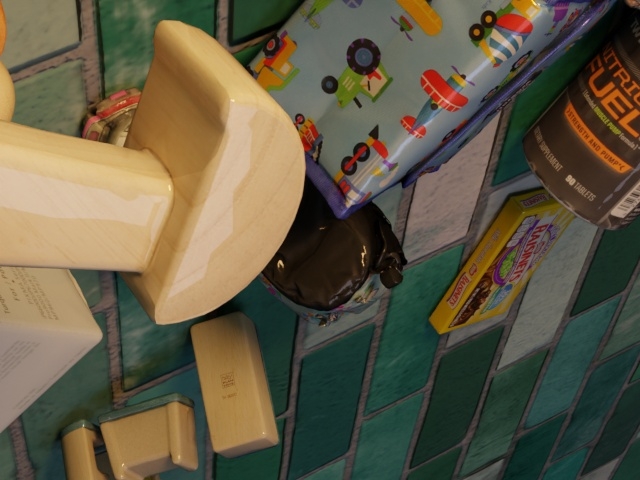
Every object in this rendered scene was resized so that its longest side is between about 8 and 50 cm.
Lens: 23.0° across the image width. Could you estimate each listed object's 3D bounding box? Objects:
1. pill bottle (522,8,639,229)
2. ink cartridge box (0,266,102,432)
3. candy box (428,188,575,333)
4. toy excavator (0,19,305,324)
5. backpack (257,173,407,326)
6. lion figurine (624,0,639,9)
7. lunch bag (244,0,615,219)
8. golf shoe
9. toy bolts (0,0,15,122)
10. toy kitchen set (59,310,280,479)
[{"bbox_3d":[0.302,-0.134,1.395,0.130,0.130,0.246,0,138,-49],"label":"pill bottle"},{"bbox_3d":[-0.375,0.113,1.071,0.308,0.091,0.385,-41,155,17],"label":"ink cartridge box"},{"bbox_3d":[0.198,0.018,1.656,0.105,0.027,0.206,-17,150,-37],"label":"candy box"},{"bbox_3d":[-0.220,-0.106,0.599,0.432,0.222,0.445,-21,135,-22],"label":"toy excavator"},{"bbox_3d":[0.000,0.000,1.285,0.115,0.152,0.182,-32,167,8],"label":"backpack"},{"bbox_3d":[0.311,-0.301,1.081,0.142,0.240,0.392,-26,138,-19],"label":"lion figurine"},{"bbox_3d":[0.104,-0.142,1.192,0.221,0.138,0.293,-46,164,21],"label":"lunch bag"},{"bbox_3d":[-0.129,-0.025,1.135,0.067,0.086,0.186,-28,155,-16],"label":"golf shoe"},{"bbox_3d":[-0.283,-0.068,0.775,0.228,0.158,0.218,-46,156,19],"label":"toy bolts"},{"bbox_3d":[-0.130,0.172,1.481,0.207,0.122,0.166,-17,157,12],"label":"toy kitchen set"}]
